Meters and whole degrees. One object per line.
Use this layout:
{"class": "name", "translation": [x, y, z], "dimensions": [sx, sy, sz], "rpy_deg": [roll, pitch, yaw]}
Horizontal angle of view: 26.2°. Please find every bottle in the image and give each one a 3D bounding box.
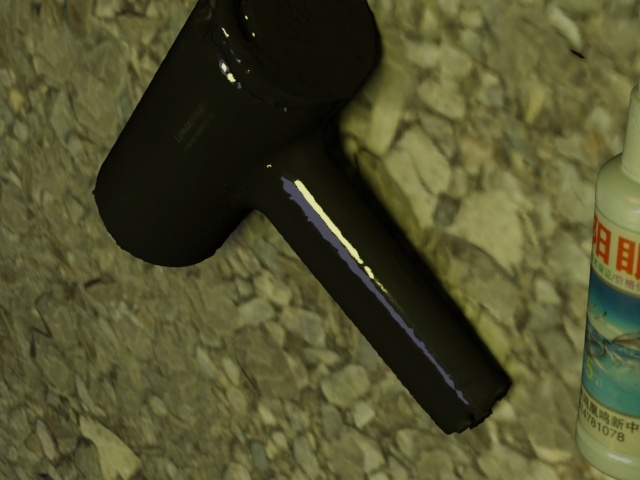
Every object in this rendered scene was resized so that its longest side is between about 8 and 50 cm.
{"class": "bottle", "translation": [0.140, 0.000, 0.565], "dimensions": [0.060, 0.060, 0.217], "rpy_deg": [25, 128, 37]}

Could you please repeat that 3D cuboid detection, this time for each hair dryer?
{"class": "hair dryer", "translation": [0.000, 0.000, 0.709], "dimensions": [0.251, 0.089, 0.197], "rpy_deg": [50, 141, 3]}
